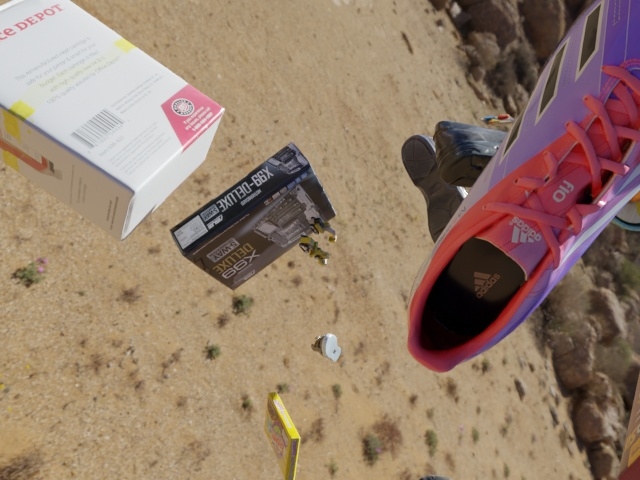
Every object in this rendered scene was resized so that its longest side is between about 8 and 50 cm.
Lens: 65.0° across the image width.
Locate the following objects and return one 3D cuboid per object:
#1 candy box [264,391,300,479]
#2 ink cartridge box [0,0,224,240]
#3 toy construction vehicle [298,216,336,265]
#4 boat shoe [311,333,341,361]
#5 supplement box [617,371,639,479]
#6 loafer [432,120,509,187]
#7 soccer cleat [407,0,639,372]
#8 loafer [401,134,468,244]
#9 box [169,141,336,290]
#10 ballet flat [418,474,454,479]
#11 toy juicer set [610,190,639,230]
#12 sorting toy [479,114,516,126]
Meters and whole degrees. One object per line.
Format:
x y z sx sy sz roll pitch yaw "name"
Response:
-0.093 0.450 1.171 0.206 0.027 0.105 -149 -117 -67 "candy box"
-0.417 -0.229 0.895 0.385 0.160 0.279 35 50 -4 "ink cartridge box"
0.000 0.000 1.004 0.098 0.035 0.086 51 40 -44 "toy construction vehicle"
0.006 0.326 1.566 0.065 0.083 0.183 -59 157 -21 "boat shoe"
0.411 0.195 0.563 0.188 0.081 0.104 -40 148 -42 "supplement box"
0.190 -0.087 0.506 0.170 0.062 0.061 7 56 -26 "loafer"
0.161 -0.037 0.346 0.109 0.318 0.116 35 26 13 "soccer cleat"
0.273 -0.088 1.061 0.095 0.109 0.302 -17 82 -44 "loafer"
-0.131 -0.039 1.084 0.076 0.307 0.242 53 -2 27 "box"
0.259 0.451 0.787 0.058 0.250 0.084 96 19 -60 "ballet flat"
0.473 -0.115 0.764 0.329 0.089 0.209 19 80 -11 "toy juicer set"
0.349 -0.230 0.948 0.062 0.083 0.012 -91 175 -66 "sorting toy"
